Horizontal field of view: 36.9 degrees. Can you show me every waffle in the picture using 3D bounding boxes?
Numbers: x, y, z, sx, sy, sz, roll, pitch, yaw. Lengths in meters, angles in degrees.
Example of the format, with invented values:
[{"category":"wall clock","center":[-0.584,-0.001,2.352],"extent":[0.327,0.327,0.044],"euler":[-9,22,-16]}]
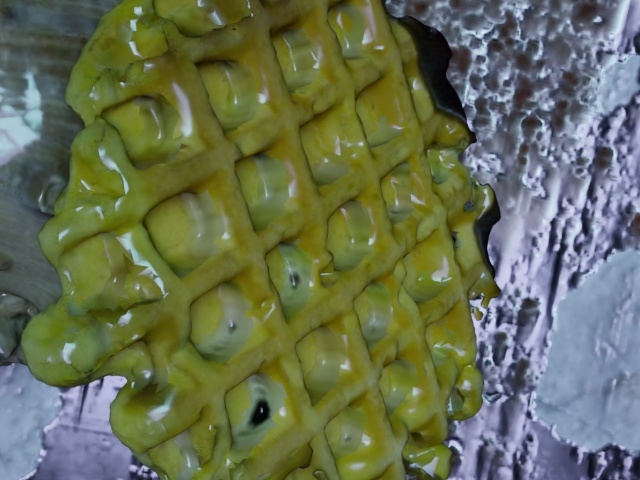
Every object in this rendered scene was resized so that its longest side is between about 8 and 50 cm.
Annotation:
[{"category":"waffle","center":[0.003,0.000,0.484],"extent":[0.312,0.060,0.307],"euler":[43,59,-39]}]

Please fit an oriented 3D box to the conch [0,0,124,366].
[{"category":"conch","center":[-0.155,-0.061,0.494],"extent":[0.297,0.210,0.352],"euler":[13,95,-17]}]
